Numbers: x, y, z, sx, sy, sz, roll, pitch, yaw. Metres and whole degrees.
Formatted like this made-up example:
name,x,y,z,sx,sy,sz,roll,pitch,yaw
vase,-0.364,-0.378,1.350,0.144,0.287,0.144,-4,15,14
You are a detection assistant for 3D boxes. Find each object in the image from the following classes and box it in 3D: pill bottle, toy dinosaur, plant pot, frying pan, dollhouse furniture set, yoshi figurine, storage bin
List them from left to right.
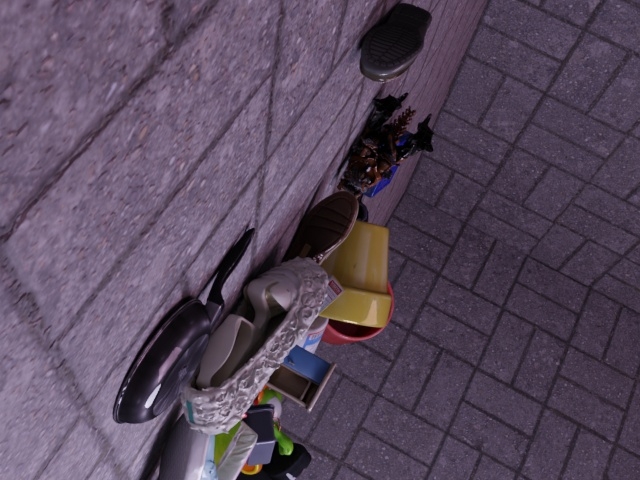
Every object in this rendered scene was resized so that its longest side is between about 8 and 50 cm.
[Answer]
name,x,y,z,sx,sy,sz,roll,pitch,yaw
frying pan,-0.182,0.138,1.058,0.326,0.053,0.197,-49,166,-49
yoshi figurine,-0.184,0.525,1.996,0.203,0.203,0.362,-44,180,18
storage bin,-0.138,0.453,1.708,0.135,0.098,0.091,105,-24,-45
dollhouse furniture set,-0.098,0.318,1.712,0.286,0.198,0.303,-60,172,-18
pill bottle,-0.061,0.258,2.041,0.124,0.124,0.221,-55,171,-42
plant pot,0.077,0.224,2.452,0.275,0.275,0.243,-58,-178,-26
plant pot,0.062,0.068,1.807,0.254,0.254,0.239,11,91,-83
toy dinosaur,0.140,-0.226,1.712,0.218,0.164,0.322,-48,-155,50

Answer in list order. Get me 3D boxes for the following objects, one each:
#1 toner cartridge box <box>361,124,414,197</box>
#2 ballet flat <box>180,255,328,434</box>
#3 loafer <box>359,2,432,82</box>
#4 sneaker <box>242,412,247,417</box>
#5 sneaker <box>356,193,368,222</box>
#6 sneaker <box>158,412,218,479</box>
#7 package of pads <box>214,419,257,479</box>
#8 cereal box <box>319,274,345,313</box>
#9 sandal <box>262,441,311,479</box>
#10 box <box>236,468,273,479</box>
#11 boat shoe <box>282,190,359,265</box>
name,x,y,z,sx,sy,sz,roll,pitch,yaw
toner cartridge box,0.172,-0.225,2.032,0.165,0.075,0.348,-65,173,15
ballet flat,-0.111,0.155,1.313,0.409,0.147,0.147,-58,172,-34
loafer,0.131,-0.326,1.277,0.251,0.094,0.087,-54,165,-47
sneaker,-0.202,0.354,1.525,0.208,0.094,0.081,-59,174,-9
sneaker,0.051,-0.003,1.955,0.153,0.101,0.268,100,14,-66
sneaker,-0.218,0.479,1.378,0.135,0.150,0.365,39,-58,56
package of pads,-0.264,0.535,1.601,0.296,0.101,0.229,-57,-175,-28
cereal box,-0.072,0.169,1.488,0.240,0.047,0.173,-41,-177,-21
sandal,-0.168,0.649,2.124,0.167,0.107,0.446,-39,-165,-28
box,-0.265,0.749,1.856,0.296,0.183,0.294,0,121,-55
boat shoe,-0.007,-0.005,1.584,0.257,0.095,0.095,-51,179,17
